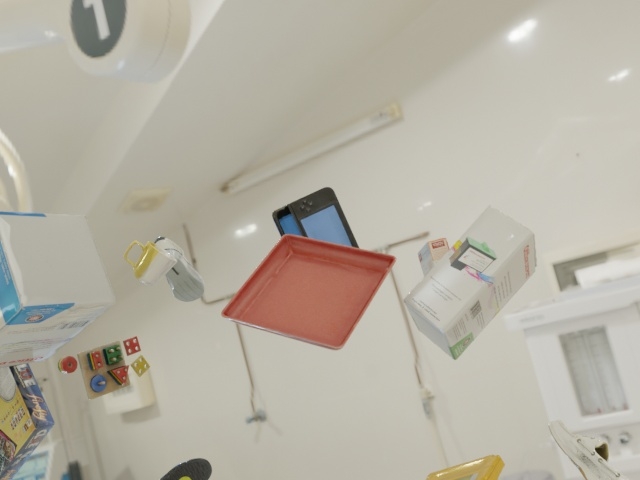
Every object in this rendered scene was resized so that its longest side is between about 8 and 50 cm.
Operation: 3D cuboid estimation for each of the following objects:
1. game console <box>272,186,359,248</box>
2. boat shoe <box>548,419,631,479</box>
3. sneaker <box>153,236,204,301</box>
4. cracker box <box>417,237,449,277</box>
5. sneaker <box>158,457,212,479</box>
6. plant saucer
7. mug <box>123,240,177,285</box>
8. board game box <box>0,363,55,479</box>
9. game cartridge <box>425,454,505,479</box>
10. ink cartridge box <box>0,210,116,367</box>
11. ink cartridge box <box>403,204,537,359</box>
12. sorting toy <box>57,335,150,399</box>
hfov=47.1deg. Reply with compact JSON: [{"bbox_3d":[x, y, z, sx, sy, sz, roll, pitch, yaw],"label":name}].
[{"bbox_3d":[0.000,0.000,2.301,0.250,0.293,0.173,-25,5,-13],"label":"game console"},{"bbox_3d":[0.673,0.531,1.819,0.096,0.277,0.098,-46,-56,8],"label":"boat shoe"},{"bbox_3d":[-0.380,0.076,1.993,0.094,0.091,0.258,-18,-33,-3],"label":"sneaker"},{"bbox_3d":[0.368,0.123,2.233,0.067,0.233,0.156,-13,-12,-6],"label":"cracker box"},{"bbox_3d":[-0.320,0.524,1.520,0.209,0.069,0.082,-36,-3,-23],"label":"sneaker"},{"bbox_3d":[-0.017,0.102,1.410,0.258,0.048,0.258,12,43,25],"label":"plant saucer"},{"bbox_3d":[-0.302,0.040,1.297,0.064,0.078,0.062,-54,-12,0],"label":"mug"},{"bbox_3d":[-0.620,0.358,1.449,0.042,0.165,0.243,-5,-35,-51],"label":"board game box"},{"bbox_3d":[0.361,0.743,2.111,0.285,0.053,0.323,-33,1,37],"label":"game cartridge"},{"bbox_3d":[-0.484,0.085,1.184,0.232,0.168,0.171,-36,-20,30],"label":"ink cartridge box"},{"bbox_3d":[0.323,0.092,1.554,0.278,0.117,0.201,-47,-29,-8],"label":"ink cartridge box"},{"bbox_3d":[-0.584,0.355,2.041,0.046,0.133,0.274,-15,-1,41],"label":"sorting toy"}]
